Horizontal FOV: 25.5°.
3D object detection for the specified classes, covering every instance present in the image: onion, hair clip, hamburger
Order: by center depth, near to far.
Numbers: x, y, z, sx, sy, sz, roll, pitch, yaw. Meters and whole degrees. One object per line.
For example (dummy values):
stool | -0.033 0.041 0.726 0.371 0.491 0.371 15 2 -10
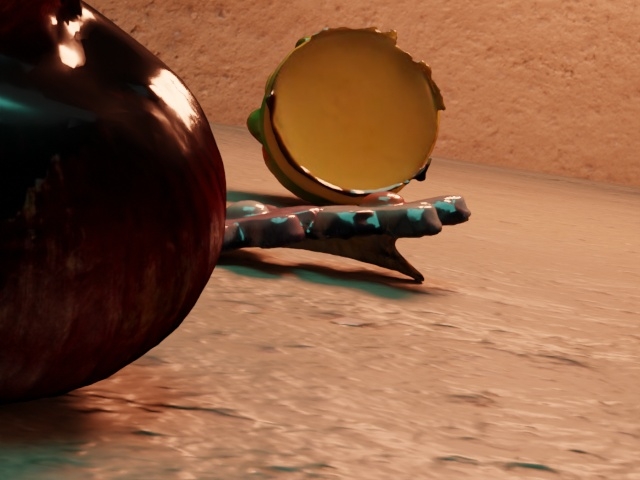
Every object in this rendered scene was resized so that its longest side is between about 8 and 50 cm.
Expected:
onion | -0.166 -0.062 0.664 0.273 0.285 0.273 22 25 -11
hair clip | 0.000 -0.008 1.209 0.257 0.075 0.146 3 12 -4
hamburger | 0.025 -0.144 1.728 0.237 0.237 0.149 7 -11 -12
